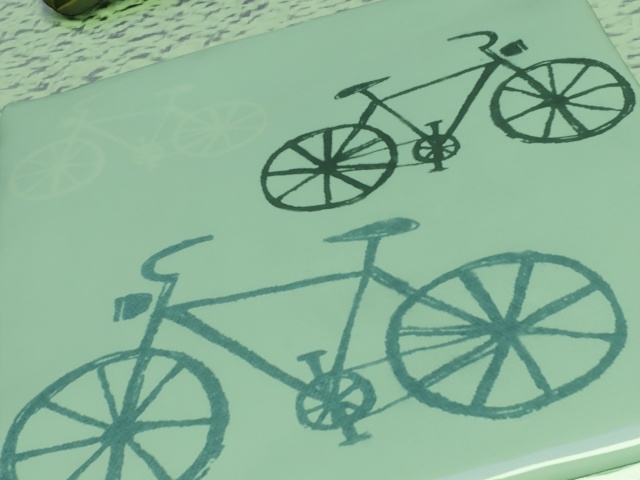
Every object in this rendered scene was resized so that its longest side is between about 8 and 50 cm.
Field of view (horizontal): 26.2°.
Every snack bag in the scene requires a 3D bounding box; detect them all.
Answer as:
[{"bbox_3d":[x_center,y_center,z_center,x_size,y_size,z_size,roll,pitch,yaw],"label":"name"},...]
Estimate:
[{"bbox_3d":[0.000,0.000,0.600,0.323,0.037,0.342,-16,41,1],"label":"snack bag"}]

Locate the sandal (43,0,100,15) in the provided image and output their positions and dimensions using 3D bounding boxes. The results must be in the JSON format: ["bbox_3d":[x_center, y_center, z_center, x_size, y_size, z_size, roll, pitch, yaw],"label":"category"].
[{"bbox_3d":[-0.065,-0.184,0.822,0.219,0.060,0.090,-28,33,10],"label":"sandal"}]
